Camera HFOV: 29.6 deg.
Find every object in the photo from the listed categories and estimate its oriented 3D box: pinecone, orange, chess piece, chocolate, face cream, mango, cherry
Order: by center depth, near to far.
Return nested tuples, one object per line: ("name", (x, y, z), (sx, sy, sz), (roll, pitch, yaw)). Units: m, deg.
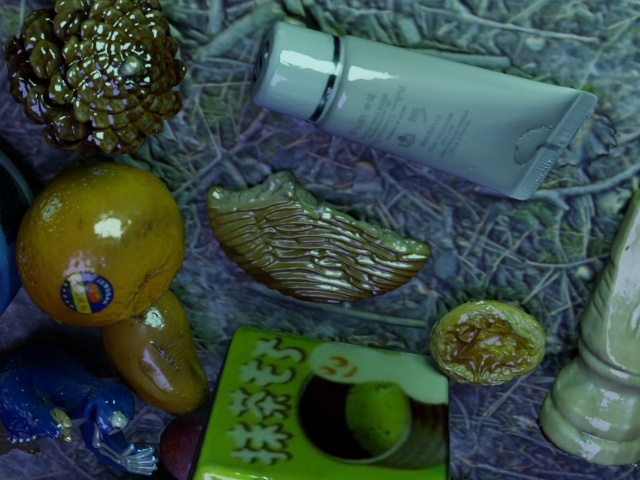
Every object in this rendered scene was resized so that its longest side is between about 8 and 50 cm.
("pinecone", (-0.213, -0.155, 1.110), (0.174, 0.173, 0.173), (4, 131, 5))
("face cream", (0.092, -0.122, 1.135), (0.315, 0.089, 0.143), (16, 130, -15))
("orange", (-0.222, 0.004, 1.226), (0.155, 0.178, 0.177), (41, 140, 31))
("chess piece", (0.331, 0.087, 1.264), (0.137, 0.137, 0.300), (12, 120, -1))
("chocolate", (0.004, 0.231, 1.313), (0.289, 0.301, 0.137), (9, 118, 1))
("mango", (-0.189, 0.126, 1.355), (0.105, 0.084, 0.159), (-21, 91, 17))
("cherry", (-0.170, 0.267, 1.514), (0.107, 0.090, 0.226), (21, 153, -37))

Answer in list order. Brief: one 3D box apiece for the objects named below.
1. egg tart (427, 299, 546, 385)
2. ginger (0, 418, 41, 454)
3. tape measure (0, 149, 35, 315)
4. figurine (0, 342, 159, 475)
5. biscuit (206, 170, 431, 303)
("egg tart", (0.183, 0.109, 1.334), (0.131, 0.052, 0.130), (4, 129, 5))
("ginger", (-0.510, 0.272, 1.576), (0.290, 0.084, 0.122), (-16, 148, 16))
("tape measure", (-0.427, -0.016, 1.267), (0.259, 0.138, 0.262), (-34, 118, 33))
("figurine", (-0.298, 0.180, 1.405), (0.262, 0.120, 0.164), (7, 154, 34))
("biscuit", (0.000, 0.001, 1.283), (0.229, 0.031, 0.176), (-2, 131, 11))
